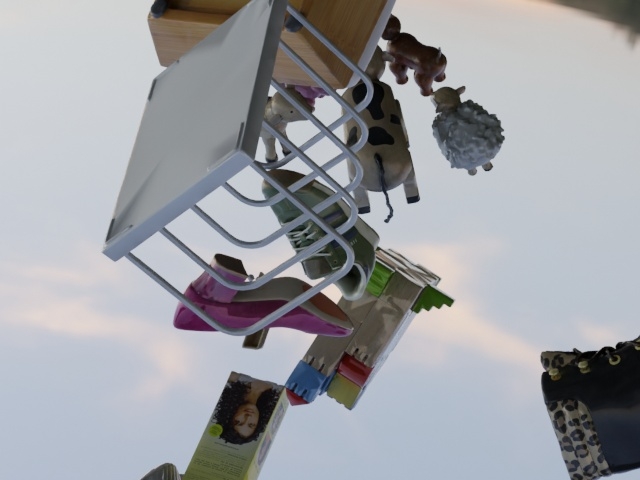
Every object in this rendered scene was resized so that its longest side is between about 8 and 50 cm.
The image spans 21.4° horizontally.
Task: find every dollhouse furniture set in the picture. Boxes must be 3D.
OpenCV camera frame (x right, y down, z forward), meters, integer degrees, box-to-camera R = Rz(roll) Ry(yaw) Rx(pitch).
[{"bbox_3d":[-0.085,0.108,2.590,0.091,0.114,0.081,5,155,34],"label":"dollhouse furniture set"}]

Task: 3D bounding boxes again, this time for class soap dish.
[{"bbox_3d":[-0.051,-0.297,1.948,0.291,0.229,0.118,11,160,39],"label":"soap dish"}]

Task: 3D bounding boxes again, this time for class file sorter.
[{"bbox_3d":[-0.067,-0.077,1.667,0.173,0.193,0.277,40,-145,-25],"label":"file sorter"}]

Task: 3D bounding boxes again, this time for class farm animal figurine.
[{"bbox_3d":[0.038,-0.179,2.258,0.330,0.172,0.327,-25,-126,-6],"label":"farm animal figurine"}]

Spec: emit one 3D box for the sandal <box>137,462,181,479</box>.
[{"bbox_3d":[-0.260,0.367,2.222,0.076,0.102,0.265,-13,-175,21],"label":"sandal"}]

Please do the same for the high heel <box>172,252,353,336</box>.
[{"bbox_3d":[-0.075,0.106,2.262,0.244,0.117,0.082,21,-154,-34],"label":"high heel"}]

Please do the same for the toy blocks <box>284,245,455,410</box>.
[{"bbox_3d":[0.064,0.149,2.655,0.191,0.261,0.381,33,-173,7],"label":"toy blocks"}]

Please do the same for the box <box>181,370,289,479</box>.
[{"bbox_3d":[-0.124,0.296,2.308,0.087,0.058,0.232,13,-121,16],"label":"box"}]

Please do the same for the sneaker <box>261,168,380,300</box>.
[{"bbox_3d":[0.000,0.000,1.858,0.064,0.086,0.192,-10,148,35],"label":"sneaker"}]

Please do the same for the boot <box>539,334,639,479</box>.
[{"bbox_3d":[0.431,0.135,2.245,0.284,0.377,0.138,-15,175,18],"label":"boot"}]

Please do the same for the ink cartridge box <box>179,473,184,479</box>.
[{"bbox_3d":[-0.212,0.543,2.462,0.069,0.371,0.176,15,-168,-47],"label":"ink cartridge box"}]
